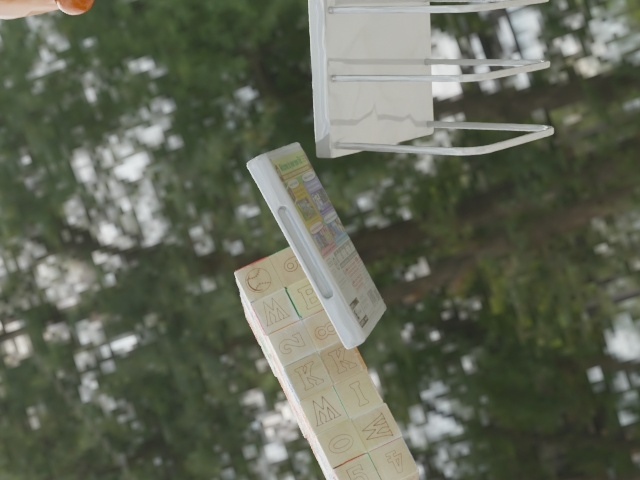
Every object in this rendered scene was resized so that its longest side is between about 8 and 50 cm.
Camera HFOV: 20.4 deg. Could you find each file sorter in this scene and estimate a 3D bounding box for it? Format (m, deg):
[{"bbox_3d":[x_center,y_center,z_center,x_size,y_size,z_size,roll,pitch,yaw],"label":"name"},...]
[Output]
[{"bbox_3d":[0.112,-0.226,1.690,0.193,0.173,0.278,-17,-73,-55],"label":"file sorter"}]

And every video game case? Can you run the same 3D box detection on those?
[{"bbox_3d":[0.000,0.000,1.697,0.193,0.023,0.212,62,-170,-2],"label":"video game case"}]

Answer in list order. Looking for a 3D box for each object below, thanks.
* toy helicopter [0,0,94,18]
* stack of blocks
[{"bbox_3d":[-0.209,-0.328,1.776,0.140,0.355,0.235,22,-103,-54],"label":"toy helicopter"},{"bbox_3d":[0.008,0.169,2.025,0.171,0.087,0.297,83,161,-69],"label":"stack of blocks"}]
